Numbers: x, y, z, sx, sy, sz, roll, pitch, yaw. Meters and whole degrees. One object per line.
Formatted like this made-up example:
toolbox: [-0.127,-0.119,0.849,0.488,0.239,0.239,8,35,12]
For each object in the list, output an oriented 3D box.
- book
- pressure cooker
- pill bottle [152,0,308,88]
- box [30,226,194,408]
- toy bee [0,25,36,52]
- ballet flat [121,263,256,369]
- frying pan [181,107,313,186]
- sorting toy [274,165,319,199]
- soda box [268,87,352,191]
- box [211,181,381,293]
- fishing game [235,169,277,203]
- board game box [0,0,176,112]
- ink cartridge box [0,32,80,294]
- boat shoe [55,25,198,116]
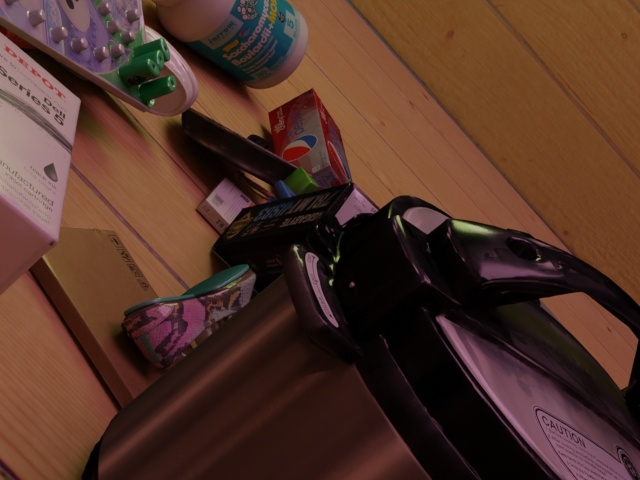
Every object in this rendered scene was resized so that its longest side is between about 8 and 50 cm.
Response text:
book: [-0.086,-0.008,1.728,0.144,0.035,0.096,47,20,-7]
pressure cooker: [0.068,0.169,1.068,0.375,0.420,0.370,52,16,7]
pill bottle: [-0.147,-0.343,2.095,0.264,0.146,0.146,29,26,-48]
box: [-0.191,0.070,1.311,0.201,0.021,0.164,55,18,15]
toy bee: [-0.382,-0.331,1.509,0.195,0.162,0.298,24,59,-43]
ballet flat: [-0.117,0.080,1.337,0.079,0.077,0.221,68,22,-1]
frying pan: [-0.121,-0.134,1.871,0.197,0.053,0.326,28,2,-22]
sorting toy: [0.071,0.035,1.736,0.348,0.047,0.196,47,8,-19]
soda box: [-0.013,-0.119,2.033,0.092,0.083,0.263,56,11,-29]
box: [0.051,0.070,1.555,0.293,0.073,0.295,46,-22,-16]
fishing game: [0.000,0.000,1.815,0.264,0.041,0.189,45,5,22]
board game box: [-0.286,-0.377,1.481,0.390,0.050,0.390,30,46,-62]
ink cartridge box: [-0.319,-0.091,1.173,0.198,0.115,0.273,41,19,-25]
boat shoe: [-0.269,-0.228,1.641,0.277,0.098,0.096,34,21,-16]
